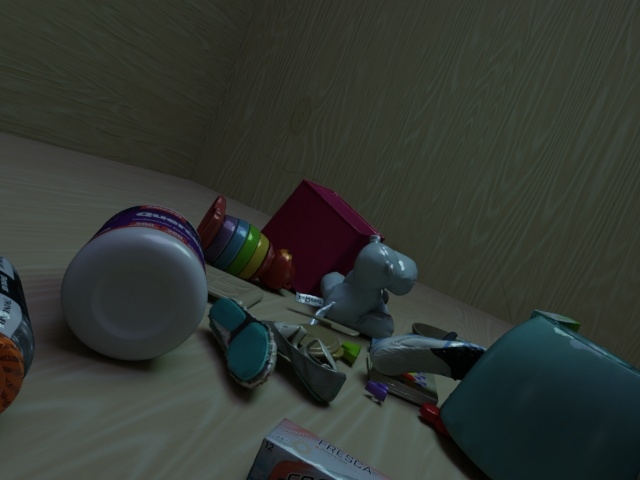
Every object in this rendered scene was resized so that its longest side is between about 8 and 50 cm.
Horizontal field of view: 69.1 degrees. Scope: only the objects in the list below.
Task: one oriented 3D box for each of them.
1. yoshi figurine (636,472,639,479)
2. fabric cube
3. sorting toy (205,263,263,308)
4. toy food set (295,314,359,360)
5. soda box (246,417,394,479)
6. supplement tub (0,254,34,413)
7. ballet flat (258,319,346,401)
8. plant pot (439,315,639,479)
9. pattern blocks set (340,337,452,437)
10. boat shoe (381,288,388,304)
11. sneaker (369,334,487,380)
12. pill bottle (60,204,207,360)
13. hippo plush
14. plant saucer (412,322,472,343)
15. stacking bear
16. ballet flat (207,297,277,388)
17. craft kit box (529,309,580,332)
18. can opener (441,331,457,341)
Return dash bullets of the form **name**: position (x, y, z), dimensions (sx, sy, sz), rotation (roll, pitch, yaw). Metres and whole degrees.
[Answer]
- **yoshi figurine**: position (0.572, 0.413, 0.864), dimensions (0.203, 0.203, 0.362), rotation (-23, 47, -29)
- **fabric cube**: position (0.000, 0.000, 1.459), dimensions (0.254, 0.258, 0.259), rotation (45, 14, 21)
- **sorting toy**: position (-0.247, 0.100, 1.076), dimensions (0.208, 0.038, 0.193), rotation (28, 7, 6)
- **toy food set**: position (-0.020, 0.207, 0.924), dimensions (0.132, 0.038, 0.192), rotation (18, 18, 33)
- **soda box**: position (0.019, 0.260, 0.479), dimensions (0.183, 0.058, 0.063), rotation (23, 6, 15)
- **supplement tub**: position (-0.341, 0.084, 0.437), dimensions (0.117, 0.117, 0.190), rotation (17, 7, -41)
- **ballet flat**: position (-0.035, 0.184, 0.792), dimensions (0.213, 0.068, 0.072), rotation (37, -1, 39)
- **plant pot**: position (0.384, 0.268, 0.762), dimensions (0.293, 0.235, 0.293), rotation (27, 8, -4)
- **pattern blocks set**: position (0.170, 0.285, 0.963), dimensions (0.286, 0.026, 0.325), rotation (24, 7, 17)
- **boat shoe**: position (0.122, 0.146, 1.676), dimensions (0.130, 0.132, 0.355), rotation (30, 10, -31)
- **sneaker**: position (0.215, 0.220, 0.907), dimensions (0.237, 0.085, 0.086), rotation (2, 22, 4)
- **pill bottle**: position (-0.276, 0.043, 0.736), dimensions (0.182, 0.181, 0.323), rotation (20, 7, -20)
- **hippo plush**: position (0.110, 0.097, 1.204), dimensions (0.294, 0.236, 0.234), rotation (20, 21, -30)
- **plant saucer**: position (0.399, 0.326, 1.392), dimensions (0.278, 0.041, 0.278), rotation (22, 7, -3)
- **stacking bear**: position (-0.194, 0.034, 1.261), dimensions (0.289, 0.164, 0.175), rotation (32, 15, -19)
- **ballet flat**: position (-0.116, 0.167, 0.752), dimensions (0.077, 0.091, 0.241), rotation (57, -9, -31)
- **craft kit box**: position (0.515, 0.293, 1.105), dimensions (0.061, 0.249, 0.247), rotation (27, 9, 38)
- **can opener**: position (0.321, 0.281, 1.216), dimensions (0.073, 0.059, 0.186), rotation (30, 30, 27)
